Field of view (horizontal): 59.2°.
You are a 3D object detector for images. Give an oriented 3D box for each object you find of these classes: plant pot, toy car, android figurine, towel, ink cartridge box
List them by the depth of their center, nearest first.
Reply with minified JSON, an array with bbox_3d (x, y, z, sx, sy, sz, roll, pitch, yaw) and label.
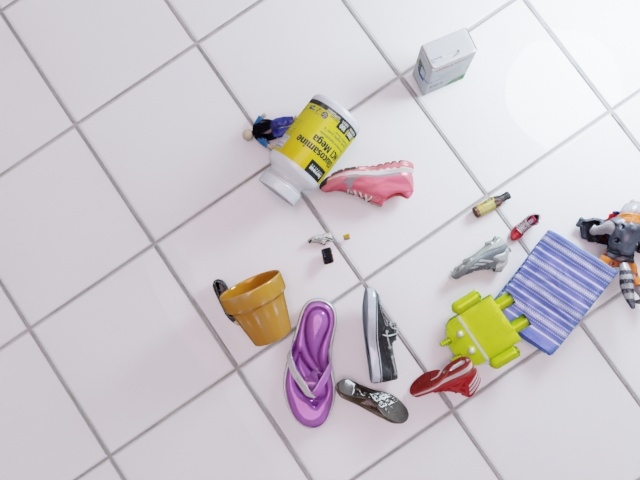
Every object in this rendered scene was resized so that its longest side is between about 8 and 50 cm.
[{"bbox_3d":[0.713,0.164,1.754,0.243,0.040,0.335,35,103,13],"label":"towel"},{"bbox_3d":[-0.185,0.220,1.771,0.205,0.205,0.187,-23,100,0],"label":"plant pot"},{"bbox_3d":[0.510,0.284,1.774,0.273,0.056,0.248,-33,85,12],"label":"android figurine"},{"bbox_3d":[0.392,-0.567,1.799,0.155,0.212,0.093,-24,84,0],"label":"ink cartridge box"},{"bbox_3d":[0.058,0.034,1.844,0.122,0.040,0.060,-32,64,1],"label":"toy car"}]

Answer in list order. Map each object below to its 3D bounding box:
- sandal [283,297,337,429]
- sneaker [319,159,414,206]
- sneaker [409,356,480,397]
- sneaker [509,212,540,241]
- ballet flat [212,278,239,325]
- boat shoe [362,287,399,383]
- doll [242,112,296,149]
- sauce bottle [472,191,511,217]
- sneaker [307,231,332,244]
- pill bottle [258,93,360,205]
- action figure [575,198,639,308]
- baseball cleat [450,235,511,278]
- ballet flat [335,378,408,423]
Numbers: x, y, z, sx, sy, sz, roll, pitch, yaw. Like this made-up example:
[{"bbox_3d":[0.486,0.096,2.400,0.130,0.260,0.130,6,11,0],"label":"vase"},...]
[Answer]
[{"bbox_3d":[-0.034,0.390,1.786,0.170,0.102,0.415,2,85,2],"label":"sandal"},{"bbox_3d":[0.155,-0.171,1.823,0.314,0.116,0.136,-9,86,1],"label":"sneaker"},{"bbox_3d":[0.402,0.466,1.774,0.221,0.087,0.128,-30,108,21],"label":"sneaker"},{"bbox_3d":[0.660,-0.046,1.818,0.042,0.067,0.118,45,88,5],"label":"sneaker"},{"bbox_3d":[-0.303,0.204,1.838,0.058,0.049,0.173,-33,85,0],"label":"ballet flat"},{"bbox_3d":[0.196,0.297,1.783,0.105,0.113,0.305,-6,87,-5],"label":"boat shoe"},{"bbox_3d":[-0.168,-0.365,1.885,0.189,0.046,0.128,-9,84,1],"label":"doll"},{"bbox_3d":[0.560,-0.120,1.842,0.128,0.042,0.042,-28,85,-3],"label":"sauce bottle"},{"bbox_3d":[0.000,0.000,1.854,0.083,0.032,0.036,-15,84,1],"label":"sneaker"},{"bbox_3d":[-0.041,-0.283,1.802,0.188,0.188,0.333,37,88,5],"label":"pill bottle"},{"bbox_3d":[0.984,0.038,1.750,0.342,0.178,0.329,4,95,6],"label":"action figure"},{"bbox_3d":[0.523,0.079,1.811,0.206,0.072,0.109,-39,91,2],"label":"baseball cleat"},{"bbox_3d":[0.161,0.515,1.797,0.250,0.058,0.084,24,51,-1],"label":"ballet flat"}]
